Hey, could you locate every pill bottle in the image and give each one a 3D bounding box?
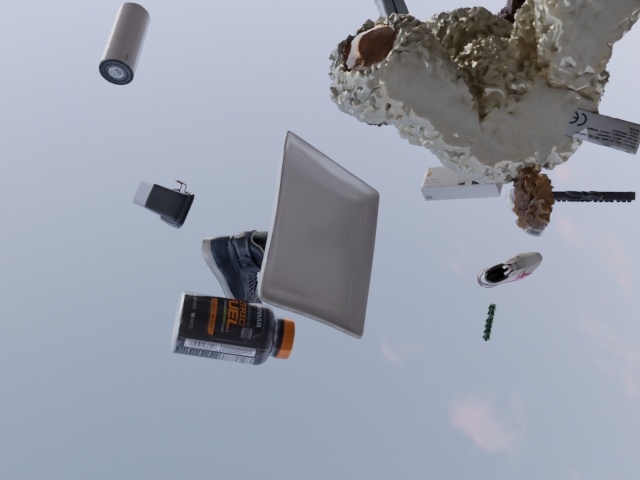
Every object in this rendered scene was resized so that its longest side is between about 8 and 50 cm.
[{"bbox_3d":[-0.179,0.187,1.441,0.245,0.130,0.131,11,-132,-14],"label":"pill bottle"}]

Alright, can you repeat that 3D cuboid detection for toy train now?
[{"bbox_3d":[0.350,0.169,1.434,0.017,0.083,0.023,13,-160,21],"label":"toy train"}]

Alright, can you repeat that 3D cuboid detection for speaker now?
[{"bbox_3d":[-0.308,-0.313,1.095,0.055,0.055,0.136,15,-125,-16],"label":"speaker"}]

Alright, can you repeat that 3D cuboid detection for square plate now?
[{"bbox_3d":[0.000,0.000,1.436,0.344,0.049,0.348,28,-116,-47],"label":"square plate"}]

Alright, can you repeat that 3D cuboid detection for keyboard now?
[{"bbox_3d":[0.497,-0.083,1.314,0.180,0.023,0.108,1,-178,18],"label":"keyboard"}]

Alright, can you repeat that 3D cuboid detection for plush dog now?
[{"bbox_3d":[0.147,-0.144,0.634,0.262,0.211,0.225,-22,-152,6],"label":"plush dog"}]

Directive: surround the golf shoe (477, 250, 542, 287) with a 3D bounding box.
[{"bbox_3d":[0.518,0.080,1.869,0.186,0.086,0.068,-24,-97,0],"label":"golf shoe"}]

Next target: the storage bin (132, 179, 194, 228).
[{"bbox_3d":[-0.343,-0.092,1.505,0.091,0.135,0.098,25,-94,-31],"label":"storage bin"}]

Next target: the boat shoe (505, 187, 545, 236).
[{"bbox_3d":[0.505,-0.087,1.669,0.077,0.070,0.219,13,-153,-7],"label":"boat shoe"}]

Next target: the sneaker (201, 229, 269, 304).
[{"bbox_3d":[-0.139,0.070,1.516,0.086,0.163,0.226,-80,-30,-46],"label":"sneaker"}]

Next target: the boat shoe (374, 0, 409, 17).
[{"bbox_3d":[0.150,-0.584,1.633,0.083,0.076,0.226,-8,-103,-8],"label":"boat shoe"}]

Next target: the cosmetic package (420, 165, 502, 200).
[{"bbox_3d":[0.430,-0.180,2.101,0.060,0.239,0.099,57,-137,-39],"label":"cosmetic package"}]
